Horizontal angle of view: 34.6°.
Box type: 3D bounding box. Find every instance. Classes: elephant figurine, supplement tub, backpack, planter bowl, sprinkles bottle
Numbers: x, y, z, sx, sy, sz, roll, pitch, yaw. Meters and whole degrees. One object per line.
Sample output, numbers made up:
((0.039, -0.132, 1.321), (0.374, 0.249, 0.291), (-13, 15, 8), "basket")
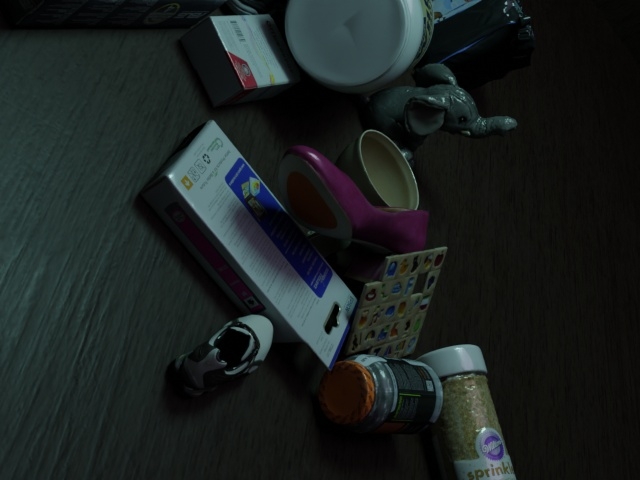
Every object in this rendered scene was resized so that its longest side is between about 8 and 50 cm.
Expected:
((0.215, -0.251, 1.956), (0.186, 0.239, 0.169), (13, 57, -50), "elephant figurine")
((0.090, 0.232, 1.543), (0.190, 0.117, 0.117), (15, 55, -50), "supplement tub")
((0.350, -0.453, 2.307), (0.263, 0.276, 0.213), (24, 49, -62), "backpack")
((0.078, -0.095, 1.771), (0.162, 0.109, 0.162), (35, 40, -37), "planter bowl")
((0.069, -0.380, 1.788), (0.235, 0.235, 0.325), (59, 16, -6), "supplement tub")
((0.248, 0.353, 1.675), (0.121, 0.121, 0.355), (13, 57, -50), "sprinkles bottle")

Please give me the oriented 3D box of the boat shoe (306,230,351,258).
((0.000, 0.000, 1.657), (0.043, 0.049, 0.137), (28, 24, 26), "boat shoe")

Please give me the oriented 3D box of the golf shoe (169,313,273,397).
((-0.104, 0.142, 1.349), (0.077, 0.094, 0.198), (57, 35, -1), "golf shoe")

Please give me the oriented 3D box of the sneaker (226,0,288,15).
((-0.059, -0.480, 1.807), (0.101, 0.153, 0.268), (48, 35, -3), "sneaker")

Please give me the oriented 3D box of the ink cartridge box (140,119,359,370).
((-0.091, 0.014, 1.495), (0.371, 0.069, 0.176), (50, 34, -16), "ink cartridge box")

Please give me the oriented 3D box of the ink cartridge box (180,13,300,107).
((-0.126, -0.292, 1.661), (0.175, 0.072, 0.127), (-22, 85, -58), "ink cartridge box")

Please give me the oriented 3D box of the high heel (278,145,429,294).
((0.059, -0.069, 1.564), (0.181, 0.127, 0.377), (-59, 147, -20), "high heel")

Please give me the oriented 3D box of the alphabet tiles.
((0.118, 0.111, 1.645), (0.009, 0.198, 0.237), (26, 18, 30), "alphabet tiles")

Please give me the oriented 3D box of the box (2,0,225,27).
((-0.334, -0.466, 1.474), (0.395, 0.097, 0.318), (-21, 83, -58), "box")
